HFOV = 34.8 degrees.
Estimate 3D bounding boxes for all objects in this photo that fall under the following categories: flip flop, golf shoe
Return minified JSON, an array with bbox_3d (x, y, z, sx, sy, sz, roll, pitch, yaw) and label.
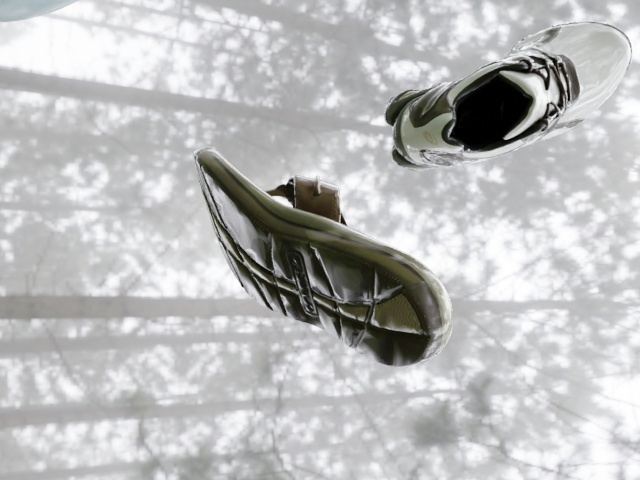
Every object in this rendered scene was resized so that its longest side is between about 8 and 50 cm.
[{"bbox_3d":[0.000,0.000,0.736,0.277,0.080,0.112,25,-41,45],"label":"flip flop"},{"bbox_3d":[0.144,-0.096,0.697,0.077,0.198,0.094,67,-14,-13],"label":"golf shoe"}]

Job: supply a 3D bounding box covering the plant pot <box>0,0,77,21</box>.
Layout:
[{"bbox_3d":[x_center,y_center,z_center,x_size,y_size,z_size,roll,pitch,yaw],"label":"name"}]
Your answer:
[{"bbox_3d":[-0.253,-0.276,0.760,0.195,0.290,0.290,132,-51,-58],"label":"plant pot"}]
